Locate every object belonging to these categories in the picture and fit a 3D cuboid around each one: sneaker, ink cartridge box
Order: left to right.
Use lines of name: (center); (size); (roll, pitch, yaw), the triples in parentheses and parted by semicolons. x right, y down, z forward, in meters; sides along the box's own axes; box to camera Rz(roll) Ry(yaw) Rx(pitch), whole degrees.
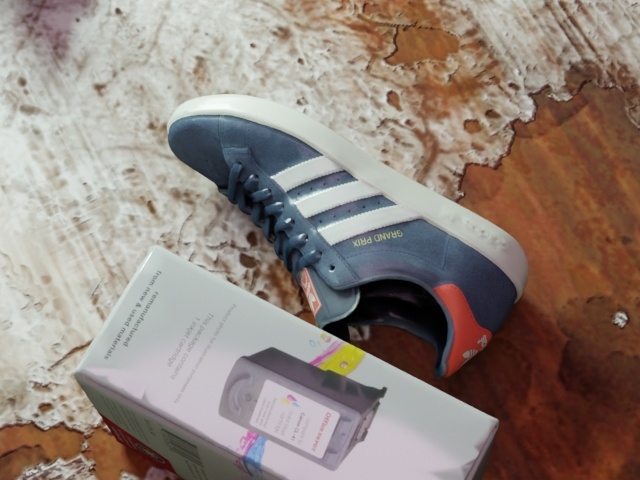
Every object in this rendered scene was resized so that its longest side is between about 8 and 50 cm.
ink cartridge box: (-0.024, 0.154, 1.399); (0.306, 0.226, 0.131); (26, 72, 10)
sneaker: (0.000, 0.000, 1.511); (0.350, 0.131, 0.148); (27, 66, 12)
